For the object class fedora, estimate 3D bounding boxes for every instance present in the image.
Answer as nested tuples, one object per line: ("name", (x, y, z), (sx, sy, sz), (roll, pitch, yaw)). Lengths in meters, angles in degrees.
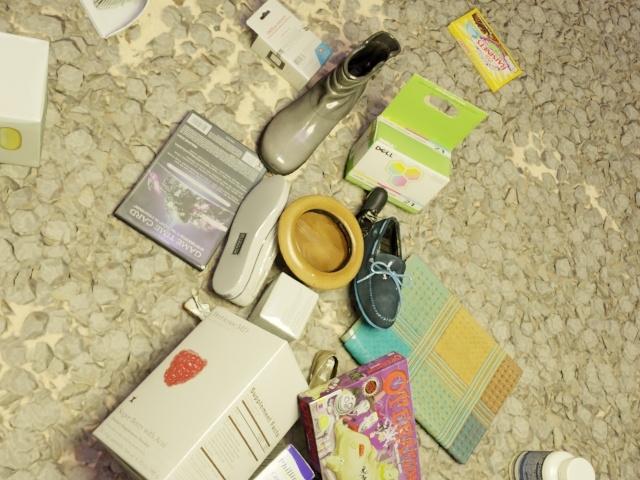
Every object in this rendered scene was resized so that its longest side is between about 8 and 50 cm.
("fedora", (-0.009, 0.006, 1.322), (0.194, 0.079, 0.194), (6, 78, -29))

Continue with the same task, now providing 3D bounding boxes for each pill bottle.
("pill bottle", (0.473, 0.478, 1.377), (0.094, 0.169, 0.094), (7, 72, -21))

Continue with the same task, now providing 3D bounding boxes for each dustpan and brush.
("dustpan and brush", (-0.379, -0.513, 1.369), (0.211, 0.060, 0.147), (-29, 87, -27))

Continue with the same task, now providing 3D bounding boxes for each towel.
("towel", (0.242, 0.245, 1.424), (0.370, 0.040, 0.271), (47, 63, -6))

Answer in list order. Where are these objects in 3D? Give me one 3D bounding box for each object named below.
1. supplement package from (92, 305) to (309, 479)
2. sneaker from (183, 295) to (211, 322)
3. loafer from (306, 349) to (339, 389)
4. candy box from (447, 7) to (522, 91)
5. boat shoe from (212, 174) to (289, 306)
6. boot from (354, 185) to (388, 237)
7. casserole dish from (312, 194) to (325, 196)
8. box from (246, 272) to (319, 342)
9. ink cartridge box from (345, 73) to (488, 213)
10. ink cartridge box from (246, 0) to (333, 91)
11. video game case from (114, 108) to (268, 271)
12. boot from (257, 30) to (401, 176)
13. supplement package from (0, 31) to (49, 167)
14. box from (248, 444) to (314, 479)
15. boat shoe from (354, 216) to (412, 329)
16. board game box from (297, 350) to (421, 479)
("supplement package", (-0.183, 0.288, 1.115), (0.293, 0.177, 0.175), (-47, 138, -28))
("sneaker", (-0.215, 0.137, 1.262), (0.083, 0.032, 0.037), (43, 63, -7))
("loafer", (0.000, 0.280, 1.301), (0.056, 0.050, 0.148), (18, 68, -17))
("candy box", (0.421, -0.487, 1.723), (0.105, 0.027, 0.206), (-36, 90, -24))
("boat shoe", (-0.117, 0.002, 1.313), (0.088, 0.096, 0.268), (44, 56, -47))
("boot", (0.103, -0.059, 1.397), (0.045, 0.099, 0.121), (36, 94, -4))
("casserole dish", (0.000, 0.000, 1.393), (0.114, 0.037, 0.188), (-1, 76, -24))
("box", (-0.075, 0.134, 1.284), (0.087, 0.101, 0.102), (32, 63, -11))
("ink cartridge box", (0.196, -0.195, 1.403), (0.188, 0.255, 0.097), (25, 49, -15))
("ink cartridge box", (-0.075, -0.429, 1.474), (0.180, 0.060, 0.104), (41, 64, -7))
("video game case", (-0.244, -0.102, 1.326), (0.196, 0.026, 0.274), (34, 65, -11))
("boot", (0.013, -0.292, 1.376), (0.118, 0.222, 0.338), (40, 62, -8))
("supplement package", (-0.564, -0.236, 1.128), (0.194, 0.203, 0.149), (6, 72, -21))
("box", (-0.096, 0.428, 1.173), (0.137, 0.126, 0.072), (-39, 91, -27))
("boat shoe", (0.122, 0.053, 1.354), (0.109, 0.089, 0.258), (21, 47, -29))
("board game box", (0.082, 0.393, 1.217), (0.208, 0.056, 0.347), (-21, 112, -30))
